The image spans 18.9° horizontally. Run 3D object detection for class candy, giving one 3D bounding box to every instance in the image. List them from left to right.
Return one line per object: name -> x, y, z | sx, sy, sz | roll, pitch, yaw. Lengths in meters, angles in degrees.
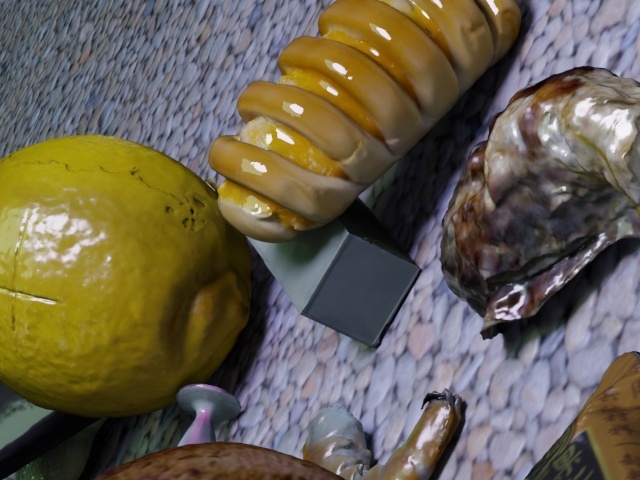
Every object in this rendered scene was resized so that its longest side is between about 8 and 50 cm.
candy -> 0.180, 0.172, 1.150 | 0.143, 0.101, 0.271 | -52, 19, 14

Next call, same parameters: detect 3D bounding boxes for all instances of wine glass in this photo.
wine glass -> -0.121, 0.214, 1.790 | 0.073, 0.073, 0.155 | -37, 36, 49

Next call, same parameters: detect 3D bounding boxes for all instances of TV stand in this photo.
TV stand -> 0.000, 0.000, 1.740 | 0.088, 0.083, 0.269 | -58, 22, 10

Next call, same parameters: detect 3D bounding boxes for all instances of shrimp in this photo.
shrimp -> 0.047, 0.154, 1.524 | 0.166, 0.049, 0.161 | -52, 28, 25

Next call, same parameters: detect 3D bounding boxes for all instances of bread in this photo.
bread -> -0.273, 0.172, 2.197 | 0.207, 0.056, 0.286 | -22, 49, 61
bread -> 0.027, -0.129, 1.661 | 0.311, 0.121, 0.173 | -45, 26, -13

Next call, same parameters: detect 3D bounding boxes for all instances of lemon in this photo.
lemon -> -0.215, 0.035, 1.896 | 0.297, 0.297, 0.297 | -48, 28, 35

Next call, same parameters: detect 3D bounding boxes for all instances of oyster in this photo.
oyster -> 0.158, -0.043, 1.420 | 0.275, 0.100, 0.271 | -104, 29, -51

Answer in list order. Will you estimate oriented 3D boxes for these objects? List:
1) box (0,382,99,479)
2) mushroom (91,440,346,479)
box -> -0.311, 0.110, 2.131 | 0.289, 0.073, 0.290 | -34, 43, 4
mushroom -> -0.078, 0.329, 1.272 | 0.331, 0.334, 0.356 | -44, 14, 20
